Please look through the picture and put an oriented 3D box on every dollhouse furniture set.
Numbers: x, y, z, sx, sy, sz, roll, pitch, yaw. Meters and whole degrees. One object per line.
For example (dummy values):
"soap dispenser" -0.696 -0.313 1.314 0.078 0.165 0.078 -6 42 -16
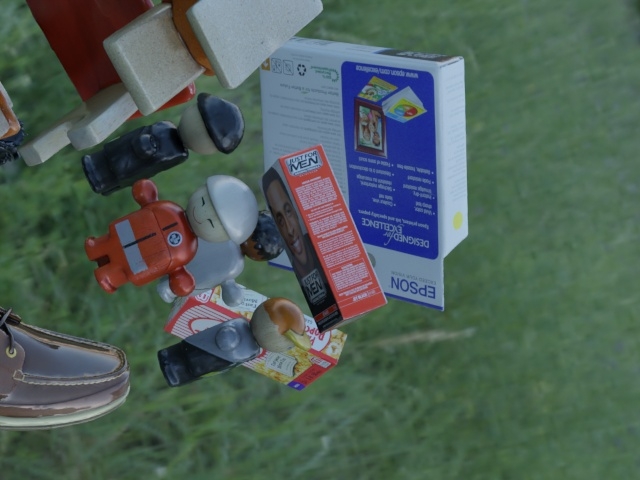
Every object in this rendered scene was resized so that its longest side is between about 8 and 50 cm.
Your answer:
"dollhouse furniture set" -0.151 -0.177 0.692 0.135 0.262 0.259 -48 118 -44

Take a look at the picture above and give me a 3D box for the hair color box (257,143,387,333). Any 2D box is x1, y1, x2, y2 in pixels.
"hair color box" 0.000 0.000 1.101 0.043 0.072 0.141 -19 82 -21

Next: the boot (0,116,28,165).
"boot" -0.334 -0.096 1.206 0.121 0.099 0.045 19 66 -38

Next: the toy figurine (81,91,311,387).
"toy figurine" -0.102 0.001 1.178 0.213 0.148 0.209 -106 170 -55

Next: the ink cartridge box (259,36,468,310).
"ink cartridge box" 0.051 -0.093 1.697 0.072 0.303 0.307 -24 119 -44

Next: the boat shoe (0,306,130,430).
"boat shoe" -0.189 0.064 0.742 0.178 0.060 0.064 7 26 -20

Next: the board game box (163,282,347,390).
"board game box" -0.082 0.110 1.627 0.193 0.147 0.045 25 65 -8
